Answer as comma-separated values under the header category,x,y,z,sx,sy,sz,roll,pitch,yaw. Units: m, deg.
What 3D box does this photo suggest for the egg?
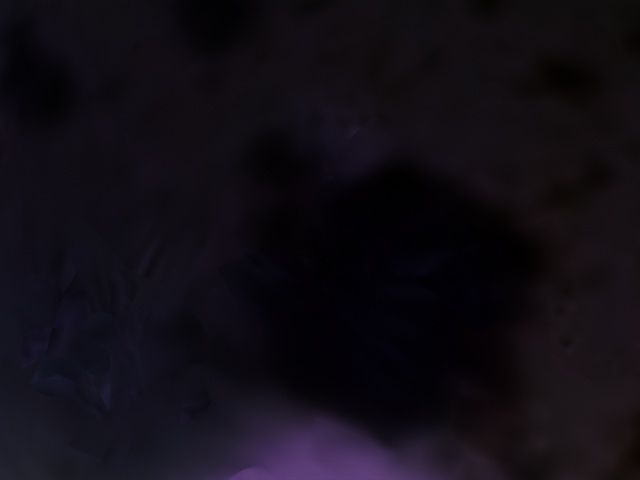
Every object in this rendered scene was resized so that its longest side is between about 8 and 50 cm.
category,x,y,z,sx,sy,sz,roll,pitch,yaw
egg,0.000,0.000,0.740,0.428,0.345,0.345,14,151,21
